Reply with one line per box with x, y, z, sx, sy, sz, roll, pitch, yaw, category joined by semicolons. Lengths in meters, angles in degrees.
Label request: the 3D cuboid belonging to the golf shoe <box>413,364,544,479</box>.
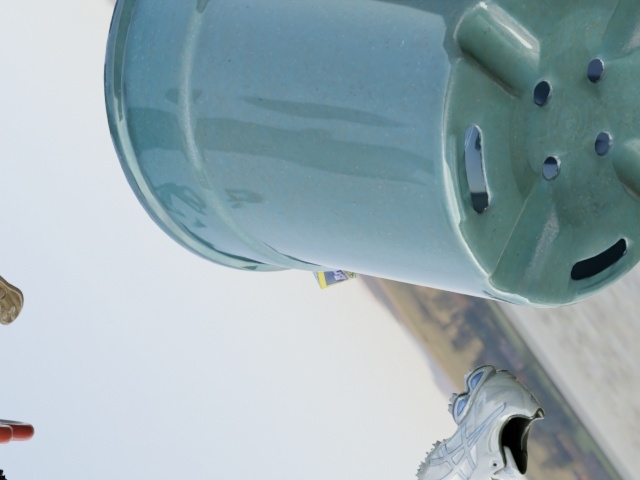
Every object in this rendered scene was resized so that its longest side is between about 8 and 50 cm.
0.143;0.204;1.202;0.069;0.176;0.086;6;-161;-43;golf shoe

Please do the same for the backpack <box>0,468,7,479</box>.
-0.453;0.334;1.628;0.084;0.114;0.105;36;-147;-32;backpack

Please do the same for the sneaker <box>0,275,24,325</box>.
-0.366;0.049;1.435;0.067;0.042;0.118;27;161;19;sneaker

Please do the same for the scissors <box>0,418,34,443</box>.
-0.403;0.162;1.244;0.109;0.297;0.021;13;-96;-69;scissors

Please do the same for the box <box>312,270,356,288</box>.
0.000;0.000;1.868;0.169;0.054;0.059;-118;13;-61;box

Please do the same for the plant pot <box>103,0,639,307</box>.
0.072;-0.107;0.983;0.334;0.341;0.341;18;153;50;plant pot
